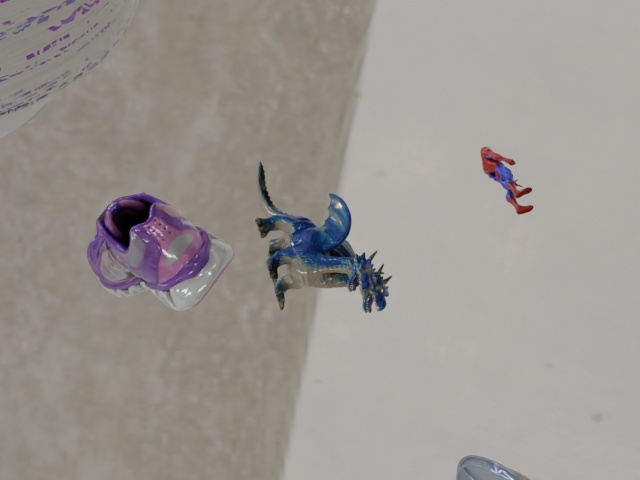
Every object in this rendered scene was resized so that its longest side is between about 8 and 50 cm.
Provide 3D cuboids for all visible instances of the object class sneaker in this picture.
[{"bbox_3d":[-0.178,-0.002,1.547,0.095,0.104,0.236,-54,25,-15],"label":"sneaker"}]

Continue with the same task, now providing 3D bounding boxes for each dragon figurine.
[{"bbox_3d":[0.000,0.000,1.969,0.144,0.085,0.289,-15,37,-1],"label":"dragon figurine"}]

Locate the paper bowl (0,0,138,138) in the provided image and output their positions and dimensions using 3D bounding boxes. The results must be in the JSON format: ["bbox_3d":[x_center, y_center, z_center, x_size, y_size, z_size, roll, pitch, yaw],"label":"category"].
[{"bbox_3d":[-0.244,-0.151,0.892,0.284,0.284,0.148,42,146,36],"label":"paper bowl"}]

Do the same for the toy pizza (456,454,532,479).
[{"bbox_3d":[0.200,0.264,1.409,0.032,0.201,0.201,-39,49,-19],"label":"toy pizza"}]

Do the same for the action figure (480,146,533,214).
[{"bbox_3d":[0.199,-0.071,1.714,0.030,0.038,0.115,-23,38,-9],"label":"action figure"}]
